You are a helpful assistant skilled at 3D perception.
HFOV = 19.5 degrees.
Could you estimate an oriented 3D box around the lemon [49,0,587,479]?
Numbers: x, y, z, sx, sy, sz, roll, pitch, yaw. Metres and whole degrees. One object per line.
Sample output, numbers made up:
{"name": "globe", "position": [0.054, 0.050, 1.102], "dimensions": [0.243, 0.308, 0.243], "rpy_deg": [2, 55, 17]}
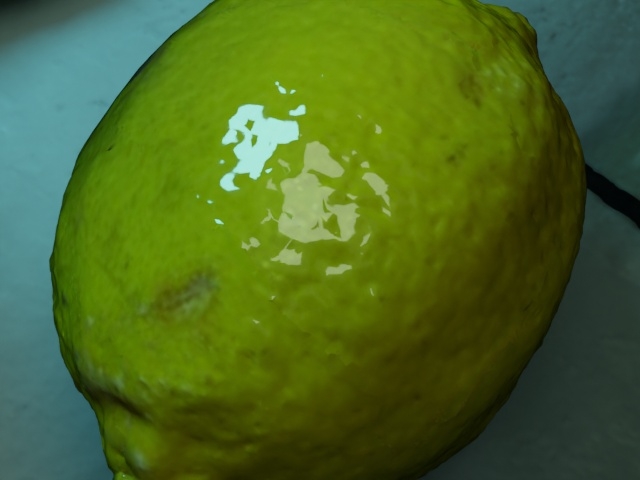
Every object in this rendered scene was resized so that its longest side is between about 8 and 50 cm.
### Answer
{"name": "lemon", "position": [0.000, 0.000, 0.697], "dimensions": [0.188, 0.188, 0.257], "rpy_deg": [34, 66, 10]}
